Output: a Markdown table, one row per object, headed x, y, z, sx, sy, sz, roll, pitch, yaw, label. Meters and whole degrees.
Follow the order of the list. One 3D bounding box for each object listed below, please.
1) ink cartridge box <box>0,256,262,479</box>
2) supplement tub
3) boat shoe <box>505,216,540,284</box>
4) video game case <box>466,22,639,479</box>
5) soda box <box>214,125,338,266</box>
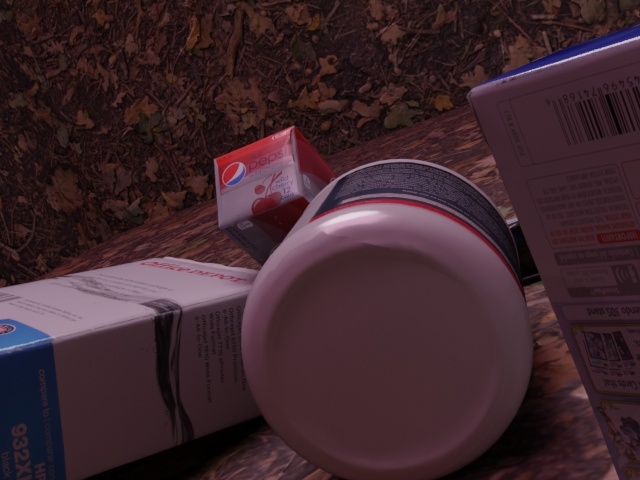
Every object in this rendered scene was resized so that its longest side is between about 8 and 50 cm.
| x | y | z | sx | sy | sz | roll | pitch | yaw | label |
| --- | --- | --- | --- | --- | --- | --- | --- | --- | --- |
| -0.211 | 0.109 | 0.903 | 0.307 | 0.129 | 0.223 | -12 | 13 | -41 | ink cartridge box |
| 0.057 | 0.044 | 0.753 | 0.191 | 0.191 | 0.272 | -21 | 10 | 13 | supplement tub |
| 0.231 | -0.005 | 0.976 | 0.228 | 0.080 | 0.076 | -20 | 16 | 25 | boat shoe |
| 0.200 | 0.025 | 0.346 | 0.061 | 0.244 | 0.269 | -27 | 10 | -32 | video game case |
| 0.000 | 0.000 | 0.996 | 0.092 | 0.084 | 0.263 | -20 | -34 | 18 | soda box |
